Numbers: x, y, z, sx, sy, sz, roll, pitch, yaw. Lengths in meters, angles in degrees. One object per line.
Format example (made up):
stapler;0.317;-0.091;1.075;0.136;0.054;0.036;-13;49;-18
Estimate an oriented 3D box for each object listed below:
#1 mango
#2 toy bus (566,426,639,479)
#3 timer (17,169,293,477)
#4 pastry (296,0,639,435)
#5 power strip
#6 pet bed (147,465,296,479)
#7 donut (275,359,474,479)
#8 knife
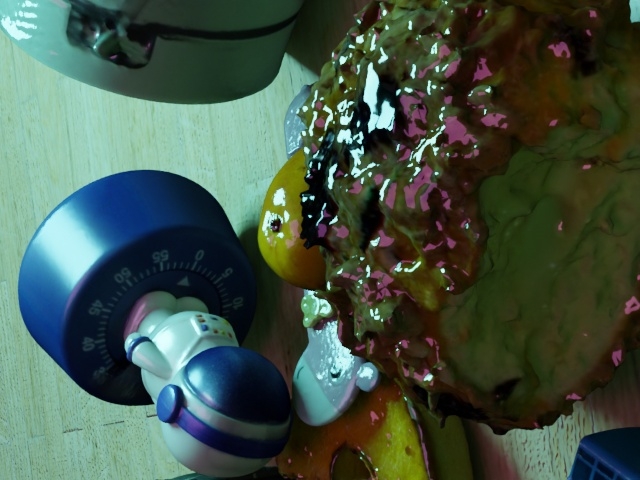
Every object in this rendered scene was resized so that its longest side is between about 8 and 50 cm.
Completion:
mango;0.027;-0.039;1.513;0.112;0.219;0.145;-4;120;45
toy bus;0.294;0.239;1.277;0.185;0.090;0.106;36;119;46
timer;-0.150;0.118;1.676;0.383;0.270;0.270;46;128;48
pastry;0.127;-0.049;1.313;0.337;0.292;0.405;-129;38;-52
power strip;-0.182;-0.291;1.647;0.357;0.357;0.161;49;131;39
pet bed;-0.115;0.370;1.756;0.159;0.183;0.211;-18;79;50
donut;0.061;0.191;1.573;0.259;0.101;0.152;10;99;54
knife;-0.001;0.000;1.611;0.132;0.038;0.398;-29;54;38
